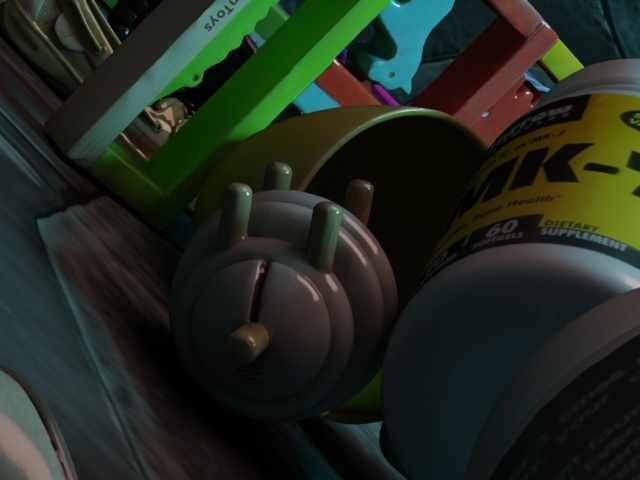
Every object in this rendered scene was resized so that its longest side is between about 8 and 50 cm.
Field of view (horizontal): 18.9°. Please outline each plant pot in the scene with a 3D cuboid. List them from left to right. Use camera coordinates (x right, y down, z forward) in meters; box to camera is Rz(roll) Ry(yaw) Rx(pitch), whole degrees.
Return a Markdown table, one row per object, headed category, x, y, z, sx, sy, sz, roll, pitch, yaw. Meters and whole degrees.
| category | x | y | z | sx | sy | sz | roll | pitch | yaw |
| --- | --- | --- | --- | --- | --- | --- | --- | --- | --- |
| plant pot | 0.000 | 0.000 | 0.817 | 0.095 | 0.134 | 0.134 | 22 | -14 | 47 |

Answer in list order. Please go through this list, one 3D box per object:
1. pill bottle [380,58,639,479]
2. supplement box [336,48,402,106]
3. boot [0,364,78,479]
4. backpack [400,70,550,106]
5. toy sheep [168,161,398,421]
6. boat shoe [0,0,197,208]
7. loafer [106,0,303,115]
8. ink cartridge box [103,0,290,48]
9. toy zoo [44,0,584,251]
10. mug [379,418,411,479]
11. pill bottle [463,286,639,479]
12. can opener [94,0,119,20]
| category | x | y | z | sx | sy | sz | roll | pitch | yaw |
| --- | --- | --- | --- | --- | --- | --- | --- | --- | --- |
| pill bottle | 0.103 | 0.014 | 0.719 | 0.119 | 0.119 | 0.208 | 45 | 30 | -8 |
| supplement box | 0.054 | 0.006 | 1.143 | 0.220 | 0.114 | 0.111 | 51 | 6 | 26 |
| boot | -0.096 | 0.023 | 0.340 | 0.118 | 0.042 | 0.087 | 48 | 12 | 31 |
| backpack | 0.082 | -0.038 | 1.023 | 0.105 | 0.114 | 0.084 | 61 | -4 | -28 |
| toy sheep | -0.014 | 0.022 | 0.682 | 0.091 | 0.091 | 0.132 | 47 | 18 | 6 |
| boat shoe | -0.093 | -0.073 | 0.945 | 0.153 | 0.048 | 0.056 | 46 | 6 | 3 |
| loafer | -0.039 | -0.041 | 1.021 | 0.220 | 0.080 | 0.078 | 55 | 1 | -6 |
| ink cartridge box | -0.064 | -0.138 | 1.370 | 0.189 | 0.097 | 0.255 | 47 | 4 | 12 |
| toy zoo | 0.033 | -0.040 | 0.907 | 0.293 | 0.192 | 0.030 | 40 | 7 | -43 |
| mug | 0.111 | 0.118 | 0.790 | 0.097 | 0.157 | 0.129 | -114 | -167 | -67 |
| pill bottle | 0.131 | 0.122 | 0.436 | 0.204 | 0.204 | 0.361 | 45 | 6 | -8 |
| can opener | -0.165 | -0.188 | 1.091 | 0.283 | 0.076 | 0.095 | 46 | 6 | -14 |
